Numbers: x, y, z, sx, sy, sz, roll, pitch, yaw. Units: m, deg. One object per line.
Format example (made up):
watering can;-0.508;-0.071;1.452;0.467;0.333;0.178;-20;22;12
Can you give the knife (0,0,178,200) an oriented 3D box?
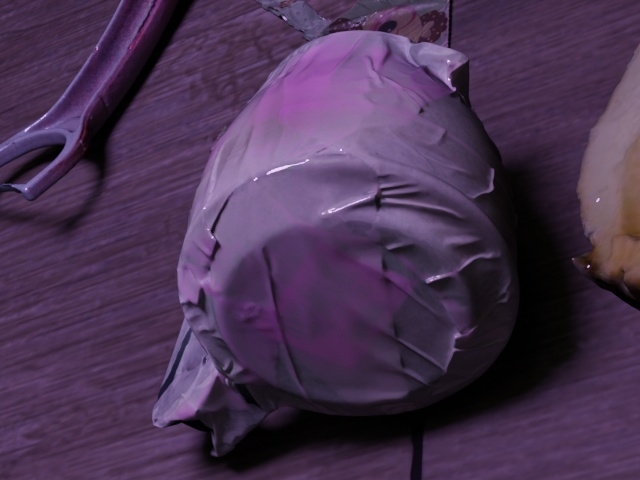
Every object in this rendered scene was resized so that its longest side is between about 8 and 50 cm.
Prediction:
knife;-0.154;-0.130;1.151;0.123;0.053;0.278;4;55;45

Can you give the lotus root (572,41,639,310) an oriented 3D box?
lotus root;0.243;-0.050;0.674;0.260;0.149;0.267;-64;18;-17

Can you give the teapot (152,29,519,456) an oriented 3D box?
teapot;0.014;0.002;0.859;0.163;0.221;0.178;12;40;-2

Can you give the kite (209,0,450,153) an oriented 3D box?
kite;0.001;-0.136;1.074;0.229;0.012;0.250;-45;39;-8
